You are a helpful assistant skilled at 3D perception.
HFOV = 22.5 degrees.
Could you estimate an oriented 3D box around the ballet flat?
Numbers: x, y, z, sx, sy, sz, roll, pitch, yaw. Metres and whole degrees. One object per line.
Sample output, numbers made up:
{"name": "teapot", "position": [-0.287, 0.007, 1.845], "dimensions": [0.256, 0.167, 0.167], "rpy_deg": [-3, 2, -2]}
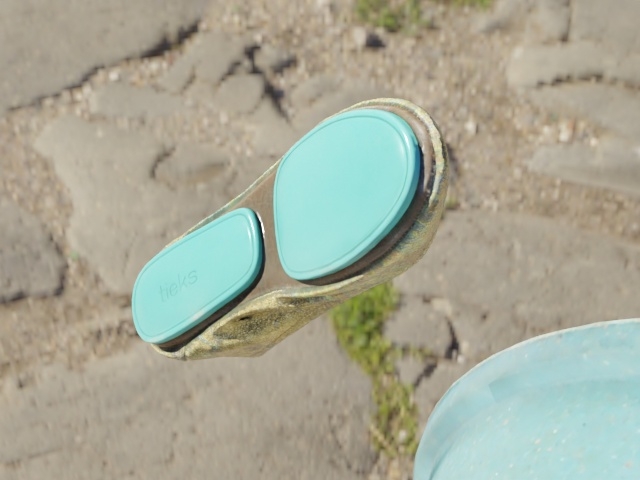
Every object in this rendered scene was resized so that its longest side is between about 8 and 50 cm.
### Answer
{"name": "ballet flat", "position": [0.000, 0.000, 1.095], "dimensions": [0.123, 0.348, 0.123], "rpy_deg": [17, 60, -32]}

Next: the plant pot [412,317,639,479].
{"name": "plant pot", "position": [0.105, 0.255, 0.425], "dimensions": [0.341, 0.341, 0.334], "rpy_deg": [23, 59, 18]}
